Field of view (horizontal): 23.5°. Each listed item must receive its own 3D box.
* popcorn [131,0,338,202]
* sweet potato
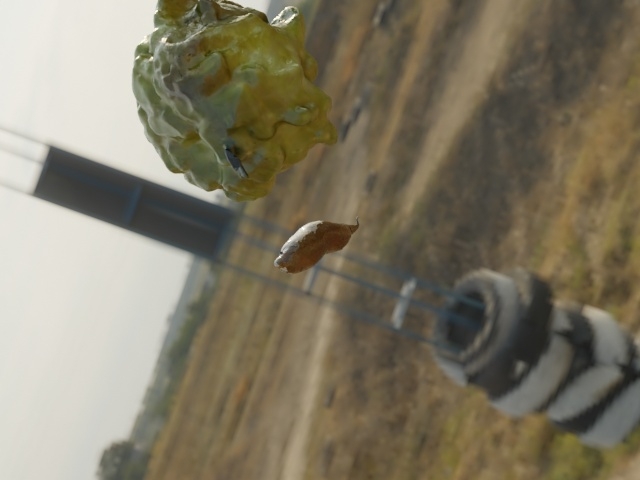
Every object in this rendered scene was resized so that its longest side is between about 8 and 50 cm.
[{"bbox_3d":[-0.067,-0.107,1.182,0.142,0.173,0.173,-23,-37,-48],"label":"popcorn"},{"bbox_3d":[0.000,0.000,2.041,0.195,0.056,0.056,-26,-35,-49],"label":"sweet potato"}]
